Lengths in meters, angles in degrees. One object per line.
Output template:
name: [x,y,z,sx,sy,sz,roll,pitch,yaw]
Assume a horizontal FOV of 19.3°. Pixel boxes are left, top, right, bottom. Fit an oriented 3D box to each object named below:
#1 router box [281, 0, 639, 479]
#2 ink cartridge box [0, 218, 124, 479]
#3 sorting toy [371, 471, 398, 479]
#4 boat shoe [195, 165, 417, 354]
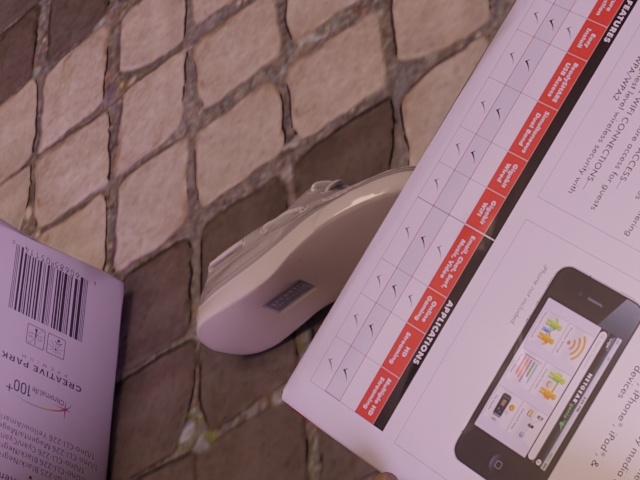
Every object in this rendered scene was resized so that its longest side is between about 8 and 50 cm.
router box: [0.181,-0.001,0.745,0.301,0.082,0.335,33,93,41]
ink cartridge box: [-0.280,0.169,1.185,0.309,0.130,0.271,-26,48,37]
sorting toy: [0.049,0.207,0.719,0.229,0.041,0.307,55,128,30]
boat shoe: [0.000,0.000,1.044,0.184,0.066,0.063,-39,40,39]
